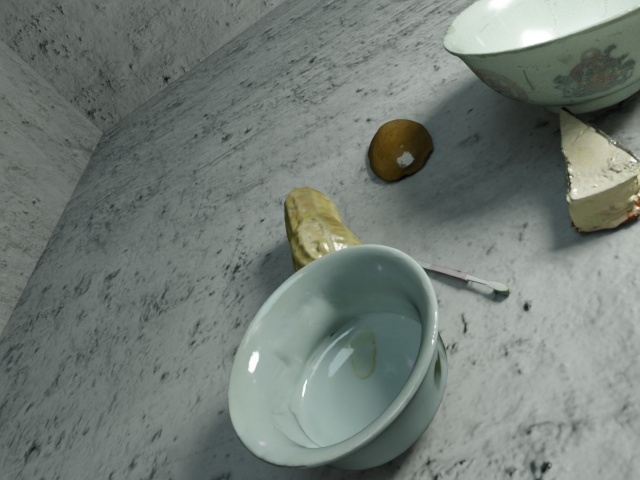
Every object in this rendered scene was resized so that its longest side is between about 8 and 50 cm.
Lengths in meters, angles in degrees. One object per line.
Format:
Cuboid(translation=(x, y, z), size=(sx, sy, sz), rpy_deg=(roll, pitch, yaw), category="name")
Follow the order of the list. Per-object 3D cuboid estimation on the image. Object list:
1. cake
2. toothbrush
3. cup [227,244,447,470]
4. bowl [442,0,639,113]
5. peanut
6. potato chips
Cuboid(translation=(0.433, -0.125, 0.832), size=(0.116, 0.086, 0.220), rpy_deg=(-13, 44, 36), category="cake")
Cuboid(translation=(0.228, 0.058, 0.898), size=(0.194, 0.017, 0.014), rpy_deg=(18, 67, 52), category="toothbrush")
Cuboid(translation=(0.047, 0.189, 0.810), size=(0.347, 0.163, 0.347), rpy_deg=(-26, 38, 23), category="cup")
Cuboid(translation=(0.447, -0.346, 0.934), size=(0.434, 0.196, 0.435), rpy_deg=(-23, 30, 15), category="bowl")
Cuboid(translation=(0.000, 0.000, 1.075), size=(0.149, 0.149, 0.313), rpy_deg=(-35, 35, 11), category="peanut")
Cuboid(translation=(0.167, -0.211, 1.219), size=(0.150, 0.049, 0.202), rpy_deg=(-34, 41, 20), category="potato chips")
